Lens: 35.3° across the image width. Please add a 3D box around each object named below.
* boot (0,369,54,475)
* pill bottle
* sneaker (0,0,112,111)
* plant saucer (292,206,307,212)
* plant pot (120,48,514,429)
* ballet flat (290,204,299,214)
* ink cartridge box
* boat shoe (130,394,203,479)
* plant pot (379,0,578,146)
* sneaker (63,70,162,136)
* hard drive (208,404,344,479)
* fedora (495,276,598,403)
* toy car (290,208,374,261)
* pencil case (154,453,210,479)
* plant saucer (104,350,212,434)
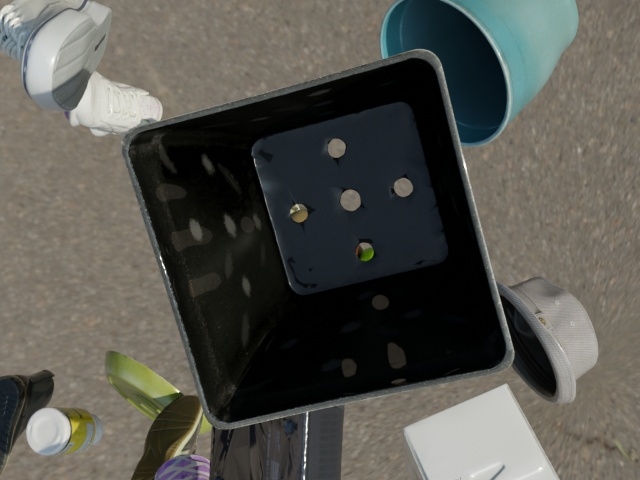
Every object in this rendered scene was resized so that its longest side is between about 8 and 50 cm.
[{"bbox_3d":[-0.475,0.296,1.551,0.077,0.137,0.197,28,96,12],"label":"boot"},{"bbox_3d":[-0.349,0.263,1.389,0.065,0.116,0.065,-3,79,15],"label":"pill bottle"},{"bbox_3d":[-0.261,-0.183,0.949,0.091,0.258,0.094,12,106,-8],"label":"sneaker"},{"bbox_3d":[0.000,0.000,1.999,0.045,0.188,0.188,-40,91,6],"label":"plant saucer"},{"bbox_3d":[0.011,-0.011,0.647,0.188,0.167,0.188,-14,99,12],"label":"plant pot"},{"bbox_3d":[-0.062,-0.035,1.770,0.086,0.086,0.248,-37,57,7],"label":"ballet flat"},{"bbox_3d":[0.270,0.405,1.732,0.198,0.270,0.197,-22,64,-5],"label":"ink cartridge box"},{"bbox_3d":[-0.248,0.357,1.660,0.080,0.073,0.223,-2,41,22],"label":"boat shoe"},{"bbox_3d":[0.283,-0.334,1.671,0.255,0.271,0.271,-37,72,-29],"label":"plant pot"},{"bbox_3d":[-0.370,-0.254,1.805,0.152,0.305,0.114,-1,90,3],"label":"sneaker"},{"bbox_3d":[-0.048,0.209,0.975,0.054,0.255,0.171,4,86,-24],"label":"hard drive"},{"bbox_3d":[0.407,0.159,1.837,0.124,0.243,0.275,-29,55,-13],"label":"fedora"},{"bbox_3d":[-0.008,-0.005,1.542,0.155,0.149,0.188,-6,112,40],"label":"toy car"},{"bbox_3d":[-0.144,0.323,1.128,0.086,0.206,0.088,-24,112,1],"label":"pencil case"},{"bbox_3d":[-0.307,0.290,1.841,0.241,0.241,0.037,30,67,16],"label":"plant saucer"}]
